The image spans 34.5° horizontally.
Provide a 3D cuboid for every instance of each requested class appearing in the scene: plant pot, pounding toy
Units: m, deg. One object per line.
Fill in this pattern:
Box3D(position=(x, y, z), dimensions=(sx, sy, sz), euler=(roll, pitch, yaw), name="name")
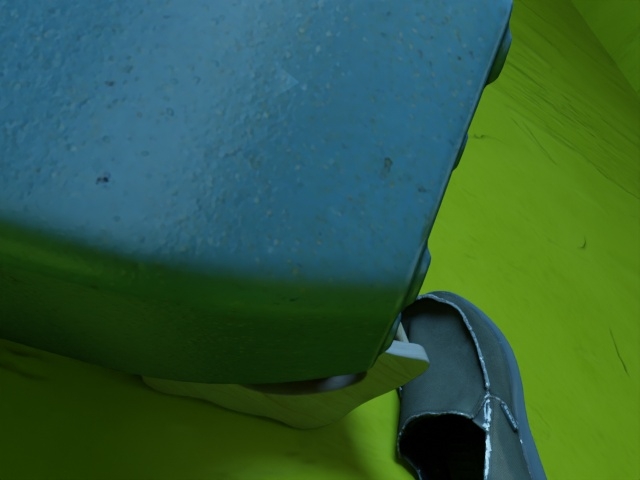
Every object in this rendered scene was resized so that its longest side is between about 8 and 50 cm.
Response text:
Box3D(position=(-0.060, -0.059, 0.474), dimensions=(0.252, 0.248, 0.247), euler=(21, -17, 3), name="plant pot")
Box3D(position=(-0.051, 0.006, 0.679), dimensions=(0.269, 0.154, 0.155), euler=(23, 33, -38), name="pounding toy")

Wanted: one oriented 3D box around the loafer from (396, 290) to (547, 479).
Box3D(position=(0.105, 0.132, 0.790), dimensions=(0.087, 0.094, 0.251), euler=(28, 30, -39), name="loafer")
